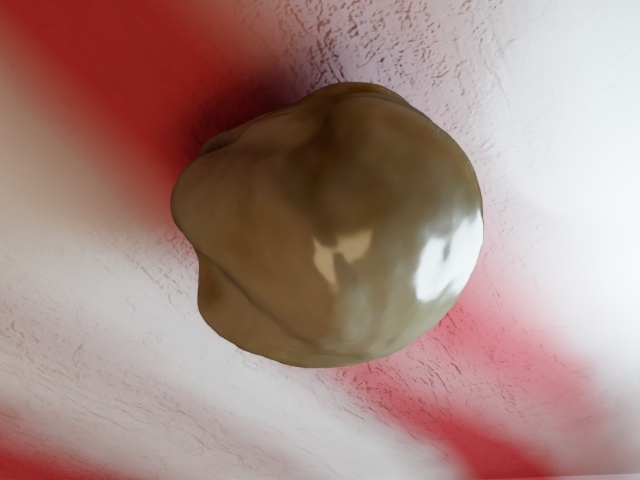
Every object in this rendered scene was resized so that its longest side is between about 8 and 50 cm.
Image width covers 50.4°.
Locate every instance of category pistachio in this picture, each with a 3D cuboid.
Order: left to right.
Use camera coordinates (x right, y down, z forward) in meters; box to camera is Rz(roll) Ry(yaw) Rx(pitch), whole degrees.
[{"bbox_3d":[0.000,0.000,0.828,0.365,0.281,0.445,24,136,-5],"label":"pistachio"}]
